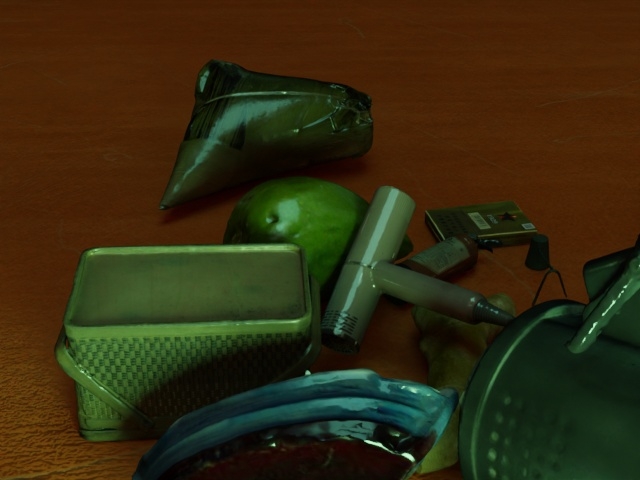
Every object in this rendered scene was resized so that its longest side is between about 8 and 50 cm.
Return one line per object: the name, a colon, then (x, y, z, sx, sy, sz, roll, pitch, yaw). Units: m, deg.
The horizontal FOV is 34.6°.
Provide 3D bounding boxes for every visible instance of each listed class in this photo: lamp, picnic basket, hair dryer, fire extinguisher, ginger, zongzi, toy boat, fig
lamp: (0.279, 0.029, 1.283, 0.041, 0.054, 0.121, 1, 29, 2)
picnic basket: (-0.130, 0.099, 1.069, 0.267, 0.139, 0.165, -2, 30, -4)
hair dryer: (0.118, 0.033, 1.098, 0.220, 0.053, 0.195, 2, 59, 39)
fire extinguisher: (0.153, 0.029, 1.288, 0.177, 0.050, 0.062, -25, 27, -36)
ginger: (0.136, 0.138, 1.082, 0.118, 0.065, 0.299, 2, 32, 16)
lamp: (0.248, 0.178, 0.842, 0.205, 0.374, 0.272, -6, -5, -36)
zongzi: (-0.070, -0.124, 1.505, 0.274, 0.145, 0.300, 9, 47, 5)
toy boat: (-0.027, 0.181, 0.908, 0.309, 0.129, 0.142, -17, 20, 11)
fig: (-0.009, -0.007, 1.230, 0.233, 0.167, 0.167, -27, 37, -14)

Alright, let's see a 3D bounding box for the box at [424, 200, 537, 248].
box: (0.217, -0.020, 1.402, 0.133, 0.023, 0.090, -7, 32, -12)
